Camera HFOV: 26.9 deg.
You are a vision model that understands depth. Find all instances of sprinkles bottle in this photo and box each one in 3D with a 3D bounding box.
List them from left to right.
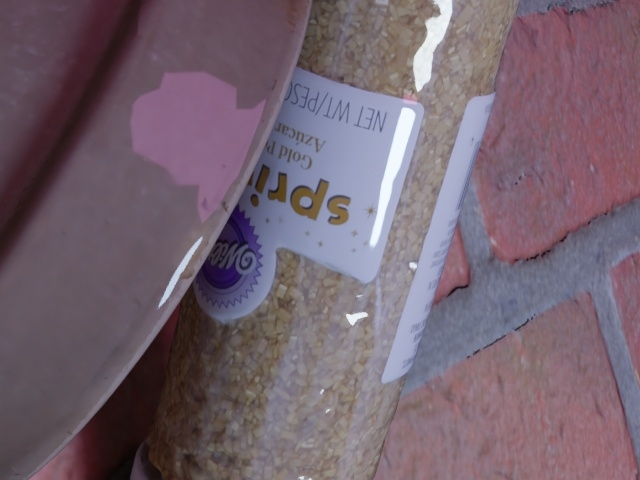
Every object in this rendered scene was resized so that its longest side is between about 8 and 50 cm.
[{"bbox_3d":[0.000,0.000,0.619,0.121,0.121,0.356,-12,122,-53],"label":"sprinkles bottle"}]

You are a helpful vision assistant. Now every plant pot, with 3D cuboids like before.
[{"bbox_3d":[-0.165,-0.069,0.484,0.229,0.263,0.263,33,53,-23],"label":"plant pot"}]
